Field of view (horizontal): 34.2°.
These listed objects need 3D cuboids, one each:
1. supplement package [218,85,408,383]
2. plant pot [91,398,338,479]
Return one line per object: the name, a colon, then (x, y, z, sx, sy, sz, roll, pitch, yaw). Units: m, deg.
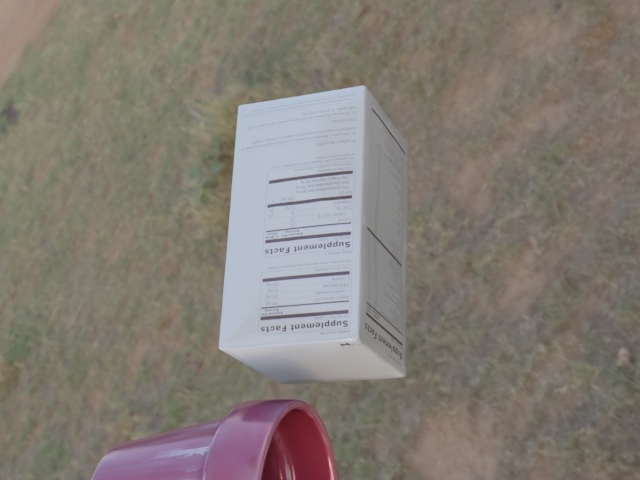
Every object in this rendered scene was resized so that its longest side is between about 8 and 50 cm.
supplement package: (0.000, 0.000, 0.980, 0.134, 0.139, 0.244, -6, 66, 22)
plant pot: (-0.098, 0.242, 0.921, 0.180, 0.201, 0.201, -4, 55, 20)
